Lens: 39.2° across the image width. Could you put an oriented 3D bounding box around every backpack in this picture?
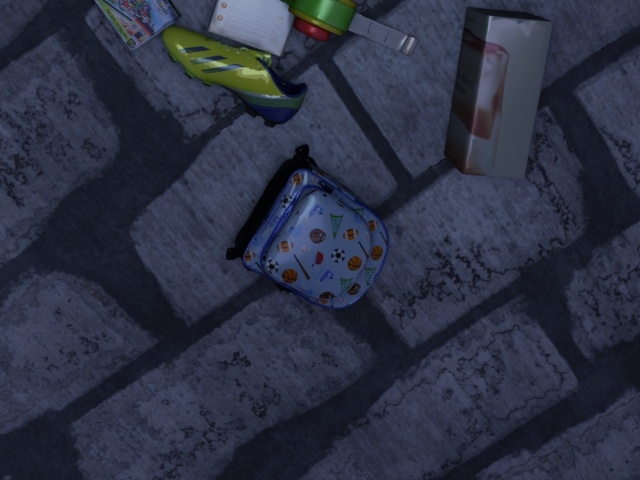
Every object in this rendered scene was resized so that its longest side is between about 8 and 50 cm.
[{"bbox_3d":[0.000,0.000,1.748,0.263,0.213,0.277,29,102,-26],"label":"backpack"}]

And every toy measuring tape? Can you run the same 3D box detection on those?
[{"bbox_3d":[0.056,-0.392,1.604,0.330,0.121,0.121,17,108,-29],"label":"toy measuring tape"}]

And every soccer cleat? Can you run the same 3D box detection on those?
[{"bbox_3d":[-0.154,-0.323,1.654,0.289,0.093,0.121,31,123,-22],"label":"soccer cleat"}]

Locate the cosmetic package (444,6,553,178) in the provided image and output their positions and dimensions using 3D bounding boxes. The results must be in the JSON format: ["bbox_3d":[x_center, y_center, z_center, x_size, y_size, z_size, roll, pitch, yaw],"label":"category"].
[{"bbox_3d":[0.331,-0.280,1.698,0.129,0.153,0.296,4,109,-8],"label":"cosmetic package"}]

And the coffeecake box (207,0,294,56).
[{"bbox_3d":[-0.110,-0.449,1.632,0.142,0.068,0.186,17,108,-13],"label":"coffeecake box"}]

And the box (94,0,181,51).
[{"bbox_3d":[-0.358,-0.460,1.620,0.114,0.036,0.207,-33,110,6],"label":"box"}]
